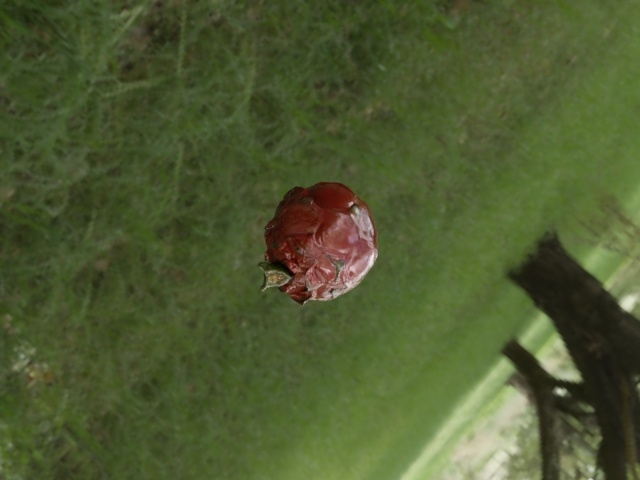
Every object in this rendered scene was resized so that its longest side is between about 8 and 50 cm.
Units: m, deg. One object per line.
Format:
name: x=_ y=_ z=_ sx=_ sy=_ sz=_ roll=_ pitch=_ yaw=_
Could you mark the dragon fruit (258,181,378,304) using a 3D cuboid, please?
dragon fruit: x=0.000 y=0.000 z=1.464 sx=0.172 sy=0.172 sz=0.209 roll=-60 pitch=173 yaw=36
